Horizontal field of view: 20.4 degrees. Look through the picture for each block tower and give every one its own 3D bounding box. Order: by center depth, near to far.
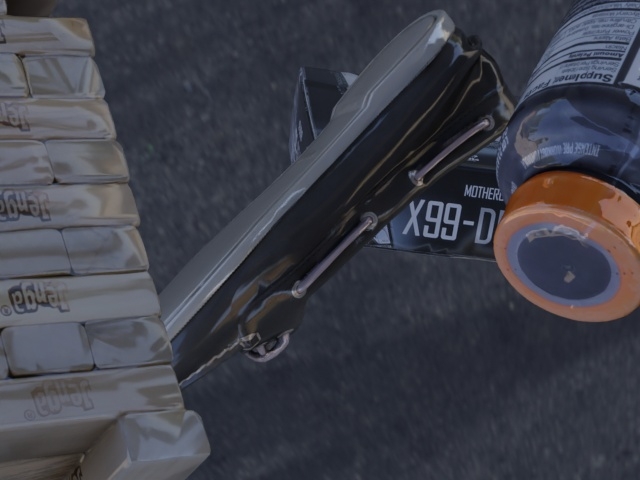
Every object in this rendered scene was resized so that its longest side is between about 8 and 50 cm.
[{"bbox_3d":[-0.138,-0.056,0.630,0.097,0.091,0.335,-4,63,-33],"label":"block tower"}]

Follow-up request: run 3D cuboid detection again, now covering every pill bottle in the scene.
[{"bbox_3d":[0.180,-0.068,1.007,0.130,0.130,0.245,19,52,16],"label":"pill bottle"}]

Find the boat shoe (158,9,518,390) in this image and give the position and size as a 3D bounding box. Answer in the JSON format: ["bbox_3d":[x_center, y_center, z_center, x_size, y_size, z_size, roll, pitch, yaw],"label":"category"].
[{"bbox_3d":[0.000,0.000,1.118,0.095,0.112,0.335,44,80,-12],"label":"boat shoe"}]

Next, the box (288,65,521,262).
[{"bbox_3d":[0.134,-0.052,1.364,0.307,0.242,0.076,8,108,-5],"label":"box"}]
